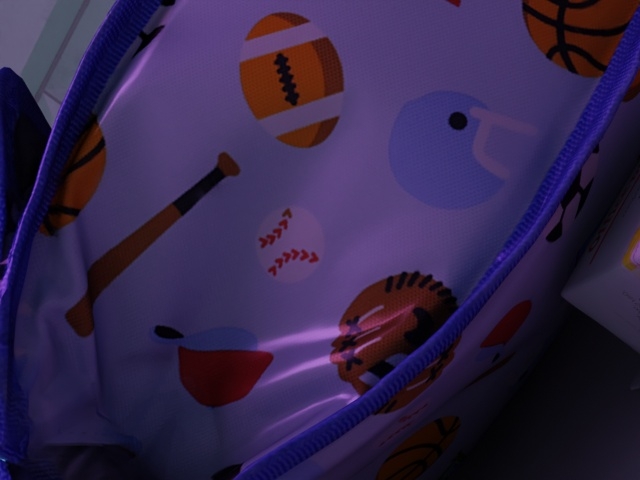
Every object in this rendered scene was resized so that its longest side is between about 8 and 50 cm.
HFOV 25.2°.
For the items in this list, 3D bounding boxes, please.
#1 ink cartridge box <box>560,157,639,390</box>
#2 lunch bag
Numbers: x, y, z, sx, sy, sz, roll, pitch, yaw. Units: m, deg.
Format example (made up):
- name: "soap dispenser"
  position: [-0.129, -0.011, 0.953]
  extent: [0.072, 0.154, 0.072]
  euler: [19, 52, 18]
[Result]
- name: "ink cartridge box"
  position: [0.156, -0.013, 0.529]
  extent: [0.104, 0.061, 0.181]
  euler: [-55, 4, -21]
- name: "lunch bag"
  position: [0.000, 0.000, 0.665]
  extent: [0.385, 0.239, 0.328]
  euler: [-60, -13, -17]
